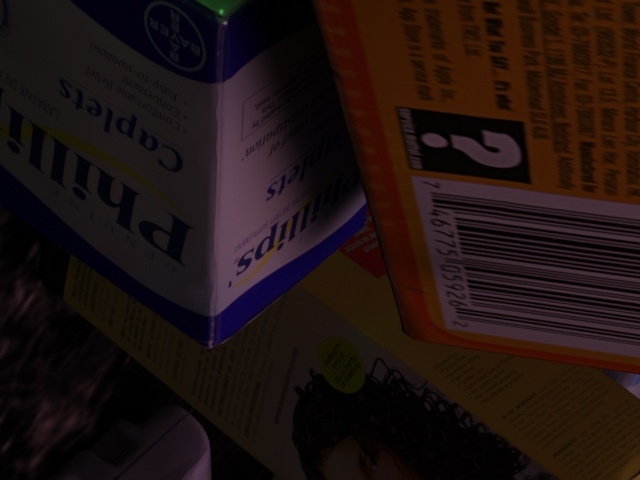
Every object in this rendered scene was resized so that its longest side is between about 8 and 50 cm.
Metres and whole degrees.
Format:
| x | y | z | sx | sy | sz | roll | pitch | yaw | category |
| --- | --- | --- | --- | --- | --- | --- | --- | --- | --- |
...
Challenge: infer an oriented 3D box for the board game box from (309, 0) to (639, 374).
| x | y | z | sx | sy | sz | roll | pitch | yaw | category |
| --- | --- | --- | --- | --- | --- | --- | --- | --- | --- |
| 0.204 | -0.181 | 0.441 | 0.356 | 0.356 | 0.356 | 72 | 30 | -61 | board game box |

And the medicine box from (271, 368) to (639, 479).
| x | y | z | sx | sy | sz | roll | pitch | yaw | category |
| --- | --- | --- | --- | --- | --- | --- | --- | --- | --- |
| 0.121 | 0.090 | 1.064 | 0.263 | 0.149 | 0.289 | -14 | 133 | -57 | medicine box |

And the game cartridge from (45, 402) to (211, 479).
| x | y | z | sx | sy | sz | roll | pitch | yaw | category |
| --- | --- | --- | --- | --- | --- | --- | --- | --- | --- |
| -0.153 | 0.217 | 0.832 | 0.294 | 0.060 | 0.196 | -42 | 158 | -28 | game cartridge |

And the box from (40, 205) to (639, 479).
| x | y | z | sx | sy | sz | roll | pitch | yaw | category |
| --- | --- | --- | --- | --- | --- | --- | --- | --- | --- |
| 0.006 | 0.037 | 0.661 | 0.058 | 0.232 | 0.087 | -28 | 144 | -42 | box |

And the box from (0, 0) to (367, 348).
| x | y | z | sx | sy | sz | roll | pitch | yaw | category |
| --- | --- | --- | --- | --- | --- | --- | --- | --- | --- |
| -0.052 | -0.059 | 0.556 | 0.072 | 0.126 | 0.137 | -42 | 153 | -31 | box |
